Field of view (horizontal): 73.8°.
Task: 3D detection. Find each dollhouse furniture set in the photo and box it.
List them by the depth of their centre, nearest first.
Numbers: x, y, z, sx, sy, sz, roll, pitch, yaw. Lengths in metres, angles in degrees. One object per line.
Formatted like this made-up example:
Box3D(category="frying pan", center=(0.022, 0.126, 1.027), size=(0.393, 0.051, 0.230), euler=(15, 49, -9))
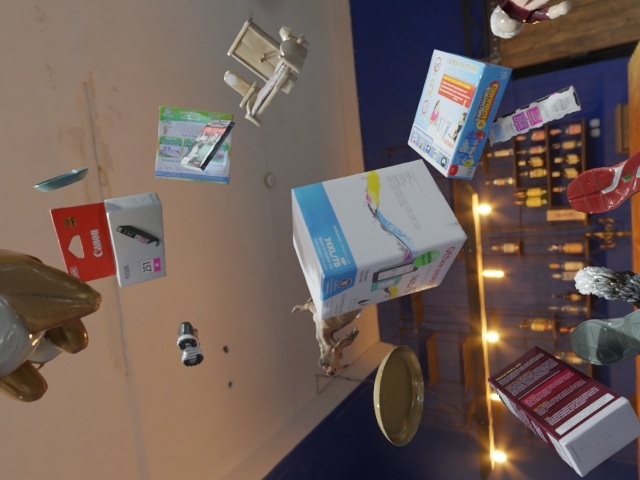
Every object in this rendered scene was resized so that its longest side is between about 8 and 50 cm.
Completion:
Box3D(category="dollhouse furniture set", center=(-0.193, -0.434, 1.146), size=(0.173, 0.303, 0.356), euler=(32, -142, -20))

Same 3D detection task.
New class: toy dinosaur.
Box3D(category="toy dinosaur", center=(0.059, 0.193, 1.158), size=(0.200, 0.127, 0.296), euler=(40, -93, -7))

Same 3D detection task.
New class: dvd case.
Box3D(category="dvd case", center=(-0.230, -0.196, 0.864), size=(0.013, 0.087, 0.120), euler=(43, -108, -44))

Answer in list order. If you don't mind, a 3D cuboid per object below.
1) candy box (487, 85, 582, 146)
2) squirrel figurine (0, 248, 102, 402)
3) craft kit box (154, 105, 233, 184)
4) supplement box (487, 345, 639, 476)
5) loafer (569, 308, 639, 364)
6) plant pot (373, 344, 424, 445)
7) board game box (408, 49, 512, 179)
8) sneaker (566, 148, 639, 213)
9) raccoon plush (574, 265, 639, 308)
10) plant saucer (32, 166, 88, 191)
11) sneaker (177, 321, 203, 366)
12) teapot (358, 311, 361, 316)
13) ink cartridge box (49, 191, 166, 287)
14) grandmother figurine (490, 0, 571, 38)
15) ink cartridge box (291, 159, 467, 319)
Box3D(category="candy box", center=(0.595, -0.350, 1.197), size=(0.159, 0.233, 0.071), euler=(-30, -83, -54))
Box3D(category="squirrel figurine", center=(-0.631, 0.122, 0.784), size=(0.397, 0.370, 0.281), euler=(35, -106, -15))
Box3D(category="craft kit box", center=(-0.436, -0.328, 1.482), size=(0.061, 0.249, 0.247), euler=(166, 107, -77))
Box3D(category="supplement box", center=(0.432, 0.297, 0.783), size=(0.073, 0.130, 0.239), euler=(57, 179, -10))
Box3D(category="loafer", center=(0.625, 0.196, 0.860), size=(0.267, 0.084, 0.096), euler=(107, 160, -67))
Box3D(category="plant pot", center=(0.195, 0.383, 1.066), size=(0.236, 0.032, 0.237), euler=(12, -105, -50))
Box3D(category="board game box", center=(0.390, -0.378, 1.256), size=(0.308, 0.086, 0.302), euler=(-110, 28, -58))
Box3D(category="sneaker", center=(0.572, -0.112, 0.766), size=(0.128, 0.221, 0.087), euler=(-11, -98, -17))
Box3D(category="raccoon plush", center=(0.788, 0.094, 0.932), size=(0.299, 0.446, 0.216), euler=(54, -124, -38))
Box3D(category="plant saucer", center=(-0.585, -0.136, 0.968), size=(0.119, 0.119, 0.021), euler=(-46, -56, -51))
Box3D(category="sneaker", center=(-0.465, 0.367, 1.523), size=(0.234, 0.078, 0.106), euler=(98, 159, -50))
Box3D(category="teapot", center=(0.098, 0.148, 1.618), size=(0.256, 0.252, 0.187), euler=(-55, -13, 25))
Box3D(category="ink cartridge box", center=(-0.533, 0.015, 1.105), size=(0.238, 0.060, 0.275), euler=(-15, -40, -30))
Box3D(category="grandmother figurine", center=(0.476, -0.574, 0.999), size=(0.208, 0.104, 0.342), euler=(45, -171, 4))
Box3D(category="ink cartridge box", center=(0.099, -0.001, 0.840), size=(0.198, 0.269, 0.197), euler=(92, 160, -58))
